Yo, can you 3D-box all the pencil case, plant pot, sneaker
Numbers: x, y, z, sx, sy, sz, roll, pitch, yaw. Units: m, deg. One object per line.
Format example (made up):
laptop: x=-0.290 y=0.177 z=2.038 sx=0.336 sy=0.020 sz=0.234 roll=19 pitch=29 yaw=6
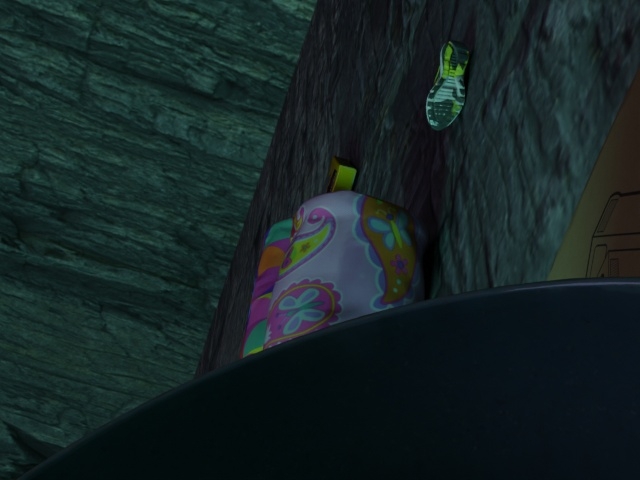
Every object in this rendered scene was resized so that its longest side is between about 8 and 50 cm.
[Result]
pencil case: x=-0.026 y=0.080 z=1.330 sx=0.236 sy=0.104 sz=0.104 roll=-86 pitch=14 yaw=-47
pencil case: x=0.012 y=0.103 z=0.950 sx=0.124 sy=0.124 sz=0.284 roll=120 pitch=162 yaw=-60
plant pot: x=0.033 y=0.159 z=0.342 sx=0.290 sy=0.290 sz=0.196 roll=-108 pitch=-2 yaw=-75
sneaker: x=0.110 y=-0.129 z=1.055 sx=0.035 sy=0.031 sz=0.083 roll=89 pitch=-163 yaw=-70

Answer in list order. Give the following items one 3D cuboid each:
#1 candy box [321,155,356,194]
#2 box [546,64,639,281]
candy box: x=0.000 y=0.000 z=1.531 sx=0.105 sy=0.027 sz=0.206 roll=-105 pitch=31 yaw=-80
box: x=0.147 y=0.020 z=0.548 sx=0.201 sy=0.021 sz=0.164 roll=-92 pitch=19 yaw=-62
